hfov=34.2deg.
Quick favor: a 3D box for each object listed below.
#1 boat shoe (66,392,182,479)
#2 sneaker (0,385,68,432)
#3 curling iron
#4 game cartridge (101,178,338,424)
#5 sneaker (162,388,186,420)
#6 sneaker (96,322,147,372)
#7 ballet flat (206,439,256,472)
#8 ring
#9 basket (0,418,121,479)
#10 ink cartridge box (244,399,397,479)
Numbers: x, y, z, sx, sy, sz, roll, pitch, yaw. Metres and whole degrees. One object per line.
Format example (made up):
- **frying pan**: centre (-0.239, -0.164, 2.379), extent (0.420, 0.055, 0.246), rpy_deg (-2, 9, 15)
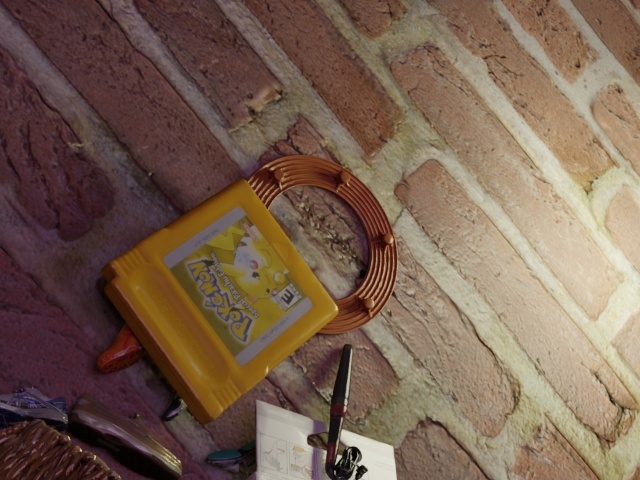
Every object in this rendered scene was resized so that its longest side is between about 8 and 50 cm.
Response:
- **boat shoe**: centre (-0.280, 0.287, 1.537), extent (0.190, 0.068, 0.072), rpy_deg (36, 45, -14)
- **sneaker**: centre (-0.426, 0.235, 1.480), extent (0.135, 0.052, 0.058), rpy_deg (16, 43, -18)
- **curling iron**: centre (0.040, 0.285, 1.713), extent (0.068, 0.035, 0.274), rpy_deg (26, 41, -24)
- **game cartridge**: centre (-0.153, 0.086, 1.644), extent (0.285, 0.052, 0.323), rpy_deg (54, 47, -2)
- **sneaker**: centre (-0.221, 0.246, 1.611), extent (0.035, 0.031, 0.083), rpy_deg (41, 50, 5)
- **sneaker**: centre (-0.285, 0.144, 1.599), extent (0.067, 0.064, 0.175), rpy_deg (44, 47, 8)
- **ballet flat**: centre (-0.125, 0.341, 1.625), extent (0.114, 0.041, 0.041), rpy_deg (-12, 78, -33)
- **ring**: centre (0.000, 0.000, 1.838), extent (0.336, 0.032, 0.337), rpy_deg (12, 66, -28)
- **basket**: centre (-0.419, 0.419, 1.381), extent (0.213, 0.223, 0.299), rpy_deg (27, 53, 19)
- **ink cartridge box**: centre (0.004, 0.414, 1.635), extent (0.296, 0.066, 0.261), rpy_deg (24, 40, -30)
